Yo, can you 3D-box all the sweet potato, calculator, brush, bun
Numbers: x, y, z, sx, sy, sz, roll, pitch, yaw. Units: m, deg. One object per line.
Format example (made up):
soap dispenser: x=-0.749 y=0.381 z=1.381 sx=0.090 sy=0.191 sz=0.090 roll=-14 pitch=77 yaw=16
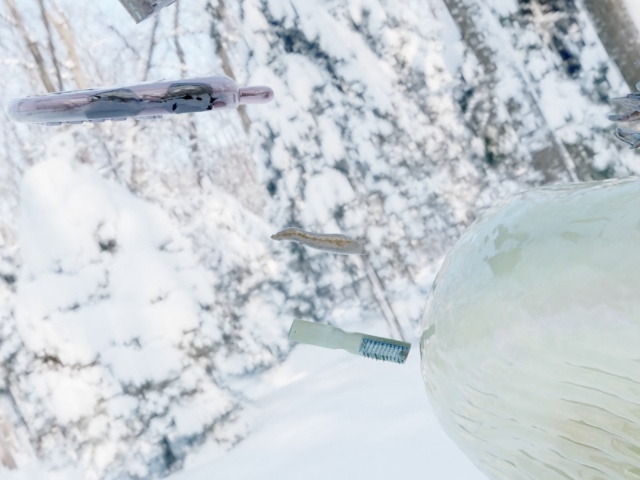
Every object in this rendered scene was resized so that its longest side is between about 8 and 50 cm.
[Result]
sweet potato: x=0.000 y=0.000 z=1.108 sx=0.115 sy=0.026 sz=0.026 roll=12 pitch=-9 yaw=-7
calculator: x=-0.110 y=-0.089 z=0.598 sx=0.166 sy=0.024 sz=0.103 roll=-10 pitch=11 yaw=-25
brush: x=0.020 y=0.068 z=0.638 sx=0.084 sy=0.016 sz=0.013 roll=14 pitch=14 yaw=-8
bun: x=0.244 y=0.077 z=0.550 sx=0.361 sy=0.361 sz=0.213 roll=-30 pitch=21 yaw=50

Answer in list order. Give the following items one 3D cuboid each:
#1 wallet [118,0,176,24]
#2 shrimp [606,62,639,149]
wallet: x=-0.204 y=-0.295 z=0.798 sx=0.039 sy=0.243 sz=0.133 roll=-31 pitch=17 yaw=25
shrimp: x=0.378 y=-0.131 z=0.916 sx=0.372 sy=0.137 sz=0.172 roll=-34 pitch=-20 yaw=5
